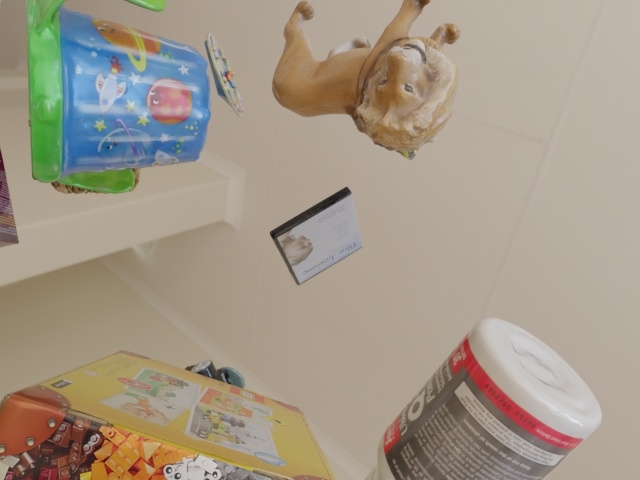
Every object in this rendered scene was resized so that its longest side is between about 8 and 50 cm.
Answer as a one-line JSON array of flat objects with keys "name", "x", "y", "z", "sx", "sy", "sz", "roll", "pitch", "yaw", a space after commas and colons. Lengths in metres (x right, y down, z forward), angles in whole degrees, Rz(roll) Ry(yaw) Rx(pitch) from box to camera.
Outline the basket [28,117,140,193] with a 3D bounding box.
[{"name": "basket", "x": -0.485, "y": -0.271, "z": 1.083, "sx": 0.223, "sy": 0.213, "sz": 0.299, "roll": 52, "pitch": -50, "yaw": 31}]

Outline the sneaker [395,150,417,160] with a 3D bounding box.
[{"name": "sneaker", "x": 0.119, "y": -0.153, "z": 0.795, "sx": 0.035, "sy": 0.031, "sz": 0.083, "roll": 27, "pitch": -20, "yaw": 36}]

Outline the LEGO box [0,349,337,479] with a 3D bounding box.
[{"name": "LEGO box", "x": -0.199, "y": 0.325, "z": 0.754, "sx": 0.372, "sy": 0.500, "sz": 0.193, "roll": 20, "pitch": -99, "yaw": -5}]

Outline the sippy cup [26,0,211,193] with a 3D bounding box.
[{"name": "sippy cup", "x": -0.279, "y": -0.196, "z": 0.735, "sx": 0.305, "sy": 0.224, "sz": 0.240, "roll": -2, "pitch": -91, "yaw": 61}]

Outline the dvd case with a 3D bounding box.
[{"name": "dvd case", "x": 0.000, "y": 0.000, "z": 1.130, "sx": 0.022, "sy": 0.180, "sz": 0.253, "roll": 56, "pitch": -7, "yaw": 27}]

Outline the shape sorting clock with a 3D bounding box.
[{"name": "shape sorting clock", "x": -0.234, "y": -0.409, "z": 1.308, "sx": 0.040, "sy": 0.206, "sz": 0.206, "roll": -14, "pitch": -83, "yaw": 3}]

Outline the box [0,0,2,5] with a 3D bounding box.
[{"name": "box", "x": -0.325, "y": -0.154, "z": 0.376, "sx": 0.311, "sy": 0.121, "sz": 0.148, "roll": -67, "pitch": -160, "yaw": 9}]

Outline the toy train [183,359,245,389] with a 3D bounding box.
[{"name": "toy train", "x": -0.240, "y": 0.429, "z": 1.212, "sx": 0.190, "sy": 0.142, "sz": 0.334, "roll": -16, "pitch": -74, "yaw": 24}]

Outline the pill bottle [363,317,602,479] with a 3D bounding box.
[{"name": "pill bottle", "x": 0.185, "y": 0.271, "z": 0.689, "sx": 0.176, "sy": 0.176, "sz": 0.319, "roll": 42, "pitch": -67, "yaw": 23}]

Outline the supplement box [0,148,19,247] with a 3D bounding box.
[{"name": "supplement box", "x": -0.603, "y": -0.076, "z": 0.905, "sx": 0.081, "sy": 0.104, "sz": 0.188, "roll": 129, "pitch": -52, "yaw": -83}]

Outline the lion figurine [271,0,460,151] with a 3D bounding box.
[{"name": "lion figurine", "x": 0.040, "y": -0.230, "z": 0.747, "sx": 0.392, "sy": 0.240, "sz": 0.142, "roll": 10, "pitch": -24, "yaw": 49}]
